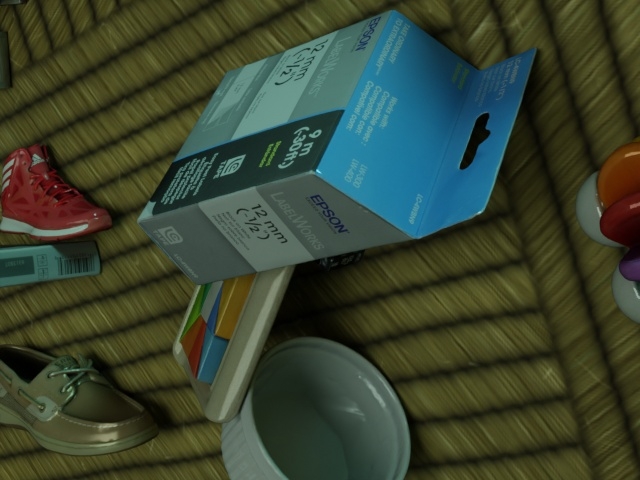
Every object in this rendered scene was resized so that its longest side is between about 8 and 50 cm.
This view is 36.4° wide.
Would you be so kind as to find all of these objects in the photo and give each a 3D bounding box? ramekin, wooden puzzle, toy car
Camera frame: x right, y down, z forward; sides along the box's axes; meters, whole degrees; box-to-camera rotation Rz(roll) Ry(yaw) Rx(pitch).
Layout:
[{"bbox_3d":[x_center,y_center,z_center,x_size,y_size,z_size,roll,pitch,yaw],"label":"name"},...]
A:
[{"bbox_3d":[-0.013,0.221,1.090,0.207,0.207,0.109,56,134,13],"label":"ramekin"},{"bbox_3d":[-0.109,0.069,1.111,0.220,0.044,0.239,-68,22,3],"label":"wooden puzzle"},{"bbox_3d":[0.305,-0.006,0.845,0.159,0.136,0.182,-27,83,36],"label":"toy car"}]

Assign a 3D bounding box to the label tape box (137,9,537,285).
[{"bbox_3d":[0.014,-0.103,0.960,0.348,0.249,0.115,-14,128,39],"label":"label tape box"}]

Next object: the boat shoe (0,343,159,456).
[{"bbox_3d":[-0.370,0.223,1.395,0.341,0.122,0.110,6,104,36],"label":"boat shoe"}]

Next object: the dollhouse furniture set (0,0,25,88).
[{"bbox_3d":[-0.503,-0.306,1.374,0.129,0.129,0.183,6,102,35],"label":"dollhouse furniture set"}]

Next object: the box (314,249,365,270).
[{"bbox_3d":[0.000,0.000,1.112,0.083,0.067,0.018,36,117,24],"label":"box"}]

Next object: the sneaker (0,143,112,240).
[{"bbox_3d":[-0.384,-0.071,1.367,0.221,0.087,0.128,3,103,35],"label":"sneaker"}]

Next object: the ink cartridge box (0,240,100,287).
[{"bbox_3d":[-0.461,0.036,1.381,0.232,0.189,0.066,-8,90,37],"label":"ink cartridge box"}]
